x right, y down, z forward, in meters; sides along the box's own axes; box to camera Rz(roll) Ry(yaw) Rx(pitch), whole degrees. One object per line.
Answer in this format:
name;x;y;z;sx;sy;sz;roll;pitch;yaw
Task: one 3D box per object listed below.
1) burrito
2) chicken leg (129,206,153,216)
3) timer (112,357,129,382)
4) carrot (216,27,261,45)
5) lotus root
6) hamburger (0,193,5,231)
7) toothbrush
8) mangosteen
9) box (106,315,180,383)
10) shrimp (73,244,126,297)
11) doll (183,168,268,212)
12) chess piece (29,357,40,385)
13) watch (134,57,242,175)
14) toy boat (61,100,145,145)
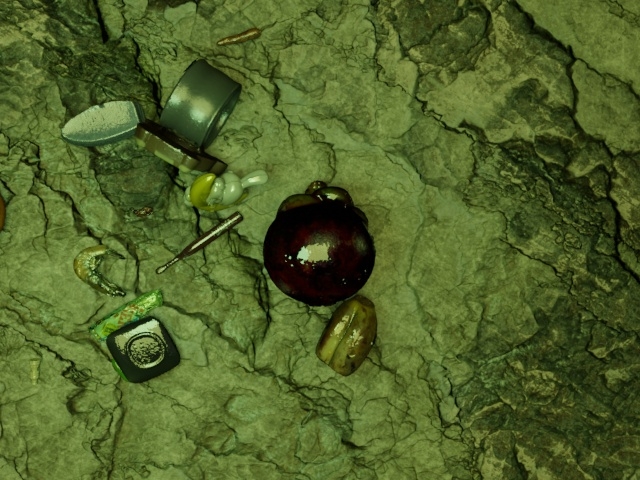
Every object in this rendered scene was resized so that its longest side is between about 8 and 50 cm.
burrito;-0.669;0.274;1.862;0.288;0.054;0.104;-32;96;-4
chicken leg;-0.627;-0.100;1.865;0.083;0.021;0.036;-3;103;-2
timer;-0.651;0.424;1.877;0.140;0.047;0.128;-33;98;-4
carrot;-0.287;-0.708;1.864;0.165;0.035;0.035;-19;95;-3
lotus root;0.104;0.338;1.893;0.193;0.193;0.290;28;90;-7
hamburger;-1.208;-0.100;1.684;0.330;0.250;0.329;0;93;-7
toothbrush;-0.430;0.013;1.884;0.364;0.041;0.041;-35;96;-3
mangosteen;-0.002;0.022;1.791;0.381;0.421;0.380;3;132;3
box;-0.609;0.379;1.835;0.201;0.042;0.212;-27;100;-13
shrimp;-0.749;0.104;1.850;0.217;0.051;0.150;37;81;-3
doll;-0.332;-0.171;1.798;0.237;0.252;0.111;3;62;-40
chess piece;-0.994;0.459;1.848;0.035;0.035;0.092;4;96;-7
watch;-0.398;-0.406;1.719;0.314;0.335;0.326;31;99;-7
toy boat;-0.742;-0.392;1.809;0.283;0.078;0.127;-18;98;-6
